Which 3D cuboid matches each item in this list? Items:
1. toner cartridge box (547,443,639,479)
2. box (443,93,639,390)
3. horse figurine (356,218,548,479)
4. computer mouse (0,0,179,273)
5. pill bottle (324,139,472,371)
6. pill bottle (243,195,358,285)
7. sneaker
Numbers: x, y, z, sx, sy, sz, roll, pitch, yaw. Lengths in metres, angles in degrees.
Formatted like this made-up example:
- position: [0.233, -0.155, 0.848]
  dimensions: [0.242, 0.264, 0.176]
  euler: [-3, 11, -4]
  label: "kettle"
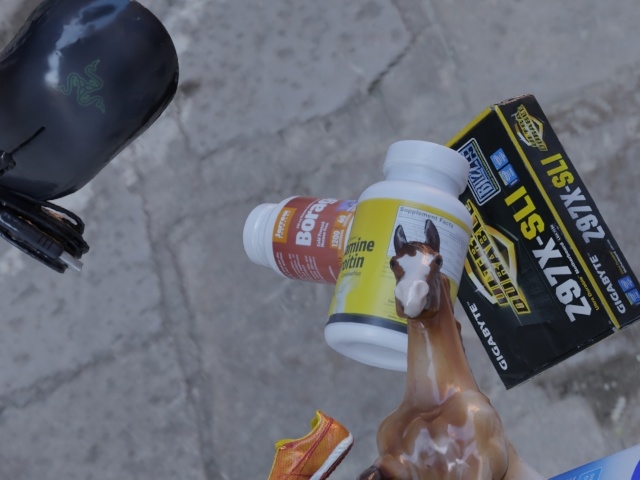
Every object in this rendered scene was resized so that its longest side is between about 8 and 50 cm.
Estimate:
- position: [0.181, 0.285, 0.955]
  dimensions: [0.165, 0.075, 0.348]
  euler: [-30, 15, 39]
  label: "toner cartridge box"
- position: [0.258, 0.007, 1.799]
  dimensions: [0.079, 0.257, 0.322]
  euler: [-21, 79, -34]
  label: "box"
- position: [0.085, 0.139, 0.607]
  dimensions: [0.066, 0.263, 0.174]
  euler: [-30, 19, 20]
  label: "horse figurine"
- position: [-0.208, -0.080, 1.041]
  dimensions: [0.272, 0.188, 0.072]
  euler: [-39, 18, 40]
  label: "computer mouse"
- position: [0.072, 0.013, 1.182]
  dimensions: [0.103, 0.103, 0.184]
  euler: [5, 70, 28]
  label: "pill bottle"
- position: [0.000, 0.000, 1.923]
  dimensions: [0.216, 0.121, 0.121]
  euler: [6, 57, 40]
  label: "pill bottle"
- position: [-0.035, 0.255, 1.476]
  dimensions: [0.067, 0.064, 0.175]
  euler: [36, 52, 11]
  label: "sneaker"
